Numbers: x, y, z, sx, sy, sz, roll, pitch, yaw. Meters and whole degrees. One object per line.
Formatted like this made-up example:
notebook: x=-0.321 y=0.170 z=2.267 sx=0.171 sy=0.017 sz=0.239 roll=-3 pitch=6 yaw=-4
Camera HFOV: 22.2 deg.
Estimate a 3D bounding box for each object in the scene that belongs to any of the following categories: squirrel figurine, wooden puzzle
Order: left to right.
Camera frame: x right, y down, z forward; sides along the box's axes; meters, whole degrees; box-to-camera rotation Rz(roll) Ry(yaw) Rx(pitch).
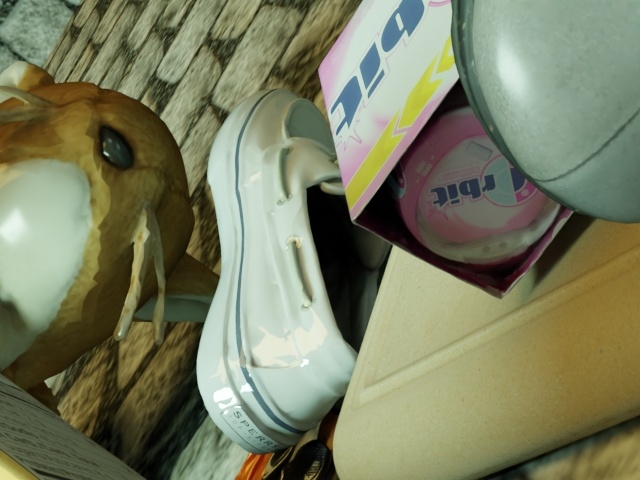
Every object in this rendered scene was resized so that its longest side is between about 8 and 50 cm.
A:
squirrel figurine: x=-0.238 y=0.069 z=0.873 sx=0.370 sy=0.281 sz=0.397 roll=-44 pitch=-4 yaw=-26
wooden puzzle: x=0.095 y=-0.036 z=0.565 sx=0.221 sy=0.044 sz=0.239 roll=-35 pitch=35 yaw=53

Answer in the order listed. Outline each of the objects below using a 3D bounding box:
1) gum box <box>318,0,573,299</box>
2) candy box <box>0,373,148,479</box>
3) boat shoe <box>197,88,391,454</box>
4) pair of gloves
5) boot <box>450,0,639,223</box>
gum box: x=0.078 y=-0.090 z=0.513 sx=0.188 sy=0.062 sz=0.107 roll=-55 pitch=22 yaw=24
candy box: x=-0.063 y=0.152 z=0.352 sx=0.316 sy=0.087 sz=0.183 roll=28 pitch=87 yaw=37
boat shoe: x=0.000 y=0.000 z=0.734 sx=0.076 sy=0.083 sz=0.226 roll=-30 pitch=36 yaw=24
pair of gloves: x=-0.017 y=0.102 z=0.701 sx=0.074 sy=0.010 sz=0.083 roll=-62 pitch=20 yaw=-8
boot: x=0.163 y=-0.104 z=0.305 sx=0.338 sy=0.118 sz=0.223 roll=-49 pitch=21 yaw=17
